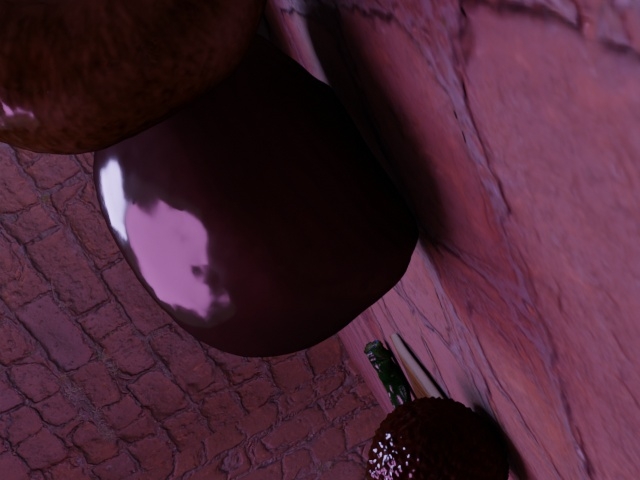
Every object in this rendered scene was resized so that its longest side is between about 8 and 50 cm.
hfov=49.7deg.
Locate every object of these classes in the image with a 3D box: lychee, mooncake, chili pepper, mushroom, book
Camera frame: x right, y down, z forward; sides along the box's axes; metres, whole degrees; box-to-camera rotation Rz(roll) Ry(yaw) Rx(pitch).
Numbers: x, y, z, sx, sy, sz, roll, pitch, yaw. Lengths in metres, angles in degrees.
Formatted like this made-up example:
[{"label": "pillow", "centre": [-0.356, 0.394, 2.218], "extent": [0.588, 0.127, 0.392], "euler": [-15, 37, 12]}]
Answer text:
[{"label": "lychee", "centre": [0.152, 0.291, 0.899], "extent": [0.194, 0.194, 0.194], "euler": [60, 175, 8]}, {"label": "mooncake", "centre": [-0.048, -0.050, 0.674], "extent": [0.333, 0.174, 0.326], "euler": [26, -142, -26]}, {"label": "chili pepper", "centre": [0.173, 0.338, 1.640], "extent": [0.224, 0.061, 0.098], "euler": [61, 171, -9]}, {"label": "mushroom", "centre": [-0.175, -0.219, 0.439], "extent": [0.356, 0.334, 0.331], "euler": [-69, -26, -74]}, {"label": "book", "centre": [0.246, 0.381, 1.298], "extent": [0.389, 0.032, 0.269], "euler": [64, 176, -28]}]

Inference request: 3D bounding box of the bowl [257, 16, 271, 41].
[{"label": "bowl", "centre": [-0.157, -0.291, 0.947], "extent": [0.313, 0.146, 0.313], "euler": [59, 174, 11]}]
